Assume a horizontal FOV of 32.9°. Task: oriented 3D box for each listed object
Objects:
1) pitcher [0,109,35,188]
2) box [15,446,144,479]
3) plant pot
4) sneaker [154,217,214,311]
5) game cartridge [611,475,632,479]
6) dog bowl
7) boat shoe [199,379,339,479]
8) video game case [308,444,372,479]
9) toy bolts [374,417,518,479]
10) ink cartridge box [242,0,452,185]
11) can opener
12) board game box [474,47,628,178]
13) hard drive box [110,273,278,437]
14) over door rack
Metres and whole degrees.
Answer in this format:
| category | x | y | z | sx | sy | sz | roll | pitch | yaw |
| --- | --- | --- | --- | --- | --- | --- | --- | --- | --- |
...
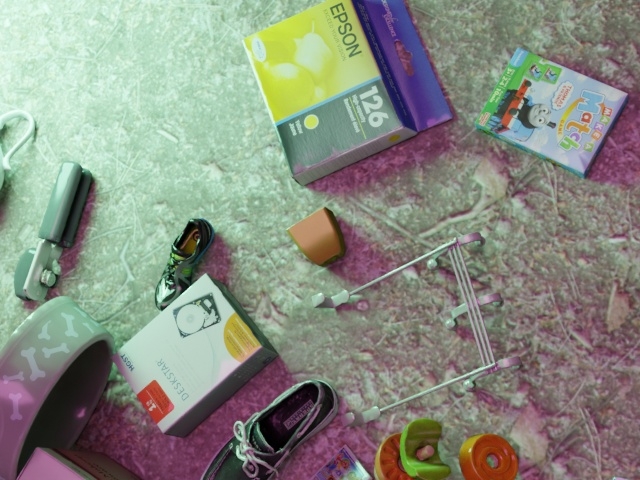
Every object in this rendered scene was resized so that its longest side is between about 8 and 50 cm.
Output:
| category | x | y | z | sx | sy | sz | roll | pitch | yaw |
| --- | --- | --- | --- | --- | --- | --- | --- | --- | --- |
| pitcher | -0.662 | -0.171 | 2.148 | 0.177 | 0.125 | 0.207 | -2 | 63 | 1 |
| box | -0.402 | 0.443 | 1.836 | 0.148 | 0.232 | 0.127 | 29 | 86 | 20 |
| plant pot | 0.000 | 0.000 | 1.917 | 0.081 | 0.081 | 0.083 | -30 | 79 | 7 |
| sneaker | -0.259 | 0.041 | 1.982 | 0.067 | 0.078 | 0.188 | 22 | 84 | 21 |
| game cartridge | 0.489 | 0.406 | 1.693 | 0.083 | 0.017 | 0.056 | 24 | 80 | 21 |
| dog bowl | -0.476 | 0.272 | 1.858 | 0.102 | 0.349 | 0.349 | 26 | 84 | 8 |
| boat shoe | -0.099 | 0.351 | 1.837 | 0.306 | 0.105 | 0.113 | -38 | 68 | 4 |
| video game case | 0.021 | 0.412 | 1.816 | 0.122 | 0.011 | 0.087 | -45 | 42 | 2 |
| toy bolts | 0.198 | 0.421 | 1.742 | 0.218 | 0.158 | 0.228 | 6 | 61 | -23 |
| ink cartridge box | 0.044 | -0.297 | 1.988 | 0.307 | 0.072 | 0.304 | -25 | 70 | 11 |
| can opener | -0.520 | -0.018 | 2.080 | 0.093 | 0.074 | 0.280 | 16 | 81 | 21 |
| board game box | 0.399 | -0.222 | 1.874 | 0.211 | 0.039 | 0.160 | 28 | 85 | 21 |
| hard drive box | -0.223 | 0.206 | 1.923 | 0.232 | 0.089 | 0.181 | -42 | 68 | 3 |
| over door rack | 0.164 | 0.152 | 1.822 | 0.324 | 0.108 | 0.239 | -24 | 69 | 25 |
